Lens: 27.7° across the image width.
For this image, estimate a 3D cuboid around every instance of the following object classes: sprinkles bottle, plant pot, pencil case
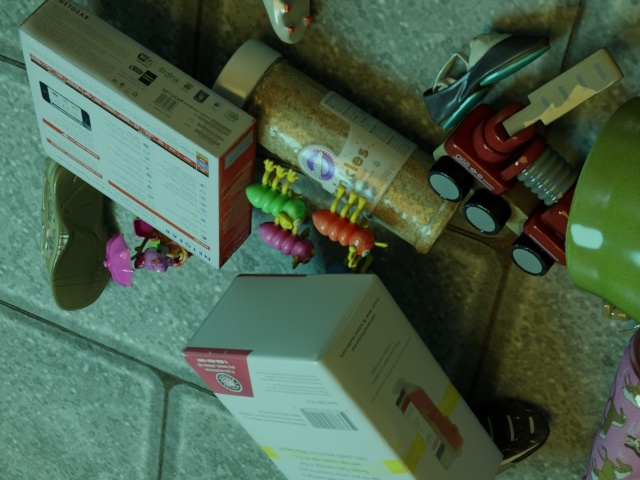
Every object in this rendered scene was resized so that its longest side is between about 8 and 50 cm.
[{"bbox_3d":[0.024,-0.125,1.717,0.355,0.121,0.121,33,131,4],"label":"sprinkles bottle"},{"bbox_3d":[0.477,-0.006,1.435,0.353,0.366,0.366,21,130,31],"label":"plant pot"},{"bbox_3d":[0.444,0.287,1.744,0.167,0.160,0.386,6,128,-3],"label":"pencil case"}]

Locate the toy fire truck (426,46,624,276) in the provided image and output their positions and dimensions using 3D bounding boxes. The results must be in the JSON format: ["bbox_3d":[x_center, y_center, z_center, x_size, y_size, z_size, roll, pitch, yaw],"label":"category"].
[{"bbox_3d":[0.281,-0.100,1.561,0.217,0.158,0.246,42,156,-3],"label":"toy fire truck"}]

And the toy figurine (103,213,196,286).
[{"bbox_3d":[-0.244,0.012,1.935,0.173,0.159,0.130,13,127,20],"label":"toy figurine"}]

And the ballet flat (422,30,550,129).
[{"bbox_3d":[0.195,-0.211,1.600,0.074,0.074,0.203,45,137,-6],"label":"ballet flat"}]

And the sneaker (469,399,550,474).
[{"bbox_3d":[0.230,0.319,1.945,0.271,0.100,0.108,-29,138,33],"label":"sneaker"}]

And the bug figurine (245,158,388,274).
[{"bbox_3d":[0.000,0.000,1.769,0.216,0.072,0.279,29,163,17],"label":"bug figurine"}]

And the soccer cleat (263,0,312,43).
[{"bbox_3d":[-0.061,-0.347,1.654,0.076,0.068,0.196,12,127,40],"label":"soccer cleat"}]

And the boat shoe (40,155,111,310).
[{"bbox_3d":[-0.388,-0.019,2.045,0.089,0.104,0.285,48,139,45],"label":"boat shoe"}]

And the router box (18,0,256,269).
[{"bbox_3d":[-0.248,-0.143,1.787,0.335,0.082,0.301,33,154,13],"label":"router box"}]

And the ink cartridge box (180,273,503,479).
[{"bbox_3d":[0.036,0.231,1.803,0.279,0.160,0.385,-2,133,44],"label":"ink cartridge box"}]

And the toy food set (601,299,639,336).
[{"bbox_3d":[0.396,0.065,1.715,0.078,0.019,0.122,-20,103,37],"label":"toy food set"}]
